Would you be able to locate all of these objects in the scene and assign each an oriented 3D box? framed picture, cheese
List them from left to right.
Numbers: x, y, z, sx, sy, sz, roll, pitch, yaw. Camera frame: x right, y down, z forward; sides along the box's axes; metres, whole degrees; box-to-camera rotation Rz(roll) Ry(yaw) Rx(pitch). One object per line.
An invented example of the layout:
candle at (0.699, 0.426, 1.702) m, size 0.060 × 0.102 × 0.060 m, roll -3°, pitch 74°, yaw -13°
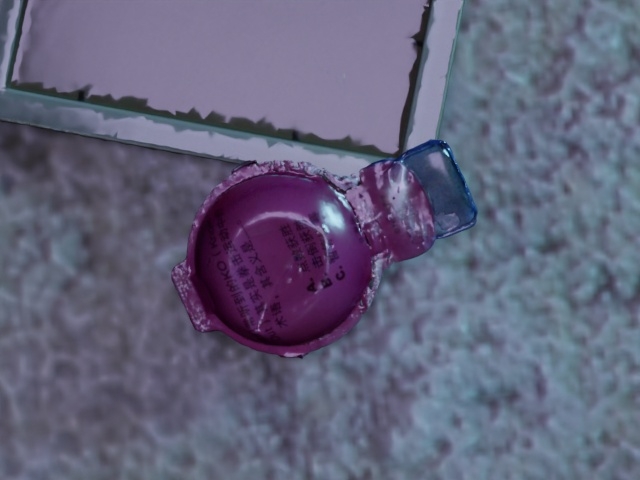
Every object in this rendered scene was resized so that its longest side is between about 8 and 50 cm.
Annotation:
framed picture at (-0.032, -0.183, 0.762) m, size 0.232 × 0.019 × 0.296 m, roll 12°, pitch 88°, yaw 8°
cheese at (0.000, 0.000, 0.729) m, size 0.145 × 0.038 × 0.095 m, roll -23°, pitch 99°, yaw 9°
